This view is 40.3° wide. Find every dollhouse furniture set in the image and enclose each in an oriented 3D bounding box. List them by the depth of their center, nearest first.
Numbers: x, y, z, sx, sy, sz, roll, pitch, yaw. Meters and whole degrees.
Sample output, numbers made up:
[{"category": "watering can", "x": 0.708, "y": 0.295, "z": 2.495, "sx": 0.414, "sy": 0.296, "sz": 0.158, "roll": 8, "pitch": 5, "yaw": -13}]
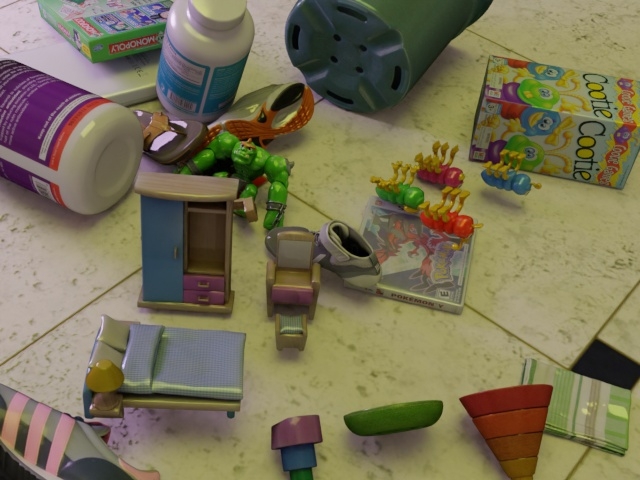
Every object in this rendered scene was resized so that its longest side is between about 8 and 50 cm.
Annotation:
[{"category": "dollhouse furniture set", "x": -0.139, "y": 0.078, "z": 1.113, "sx": 0.286, "sy": 0.198, "sz": 0.303, "roll": 4, "pitch": 32, "yaw": -3}]

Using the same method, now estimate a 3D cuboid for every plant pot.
[{"category": "plant pot", "x": 0.119, "y": -0.437, "z": 1.628, "sx": 0.341, "sy": 0.341, "sz": 0.334, "roll": 22, "pitch": 55, "yaw": 15}]

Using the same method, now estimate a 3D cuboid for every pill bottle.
[{"category": "pill bottle", "x": -0.455, "y": -0.177, "z": 1.386, "sx": 0.323, "sy": 0.181, "sz": 0.181, "roll": 24, "pitch": 48, "yaw": 17}, {"category": "pill bottle", "x": -0.195, "y": -0.325, "z": 1.487, "sx": 0.146, "sy": 0.264, "sz": 0.146, "roll": 7, "pitch": 63, "yaw": -15}]

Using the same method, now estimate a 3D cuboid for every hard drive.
[{"category": "hard drive", "x": -0.414, "y": -0.313, "z": 1.625, "sx": 0.307, "sy": 0.040, "sz": 0.203, "roll": -21, "pitch": 51, "yaw": -24}]

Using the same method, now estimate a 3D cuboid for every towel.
[{"category": "towel", "x": 0.346, "y": 0.222, "z": 1.191, "sx": 0.152, "sy": 0.023, "sz": 0.113, "roll": 16, "pitch": 47, "yaw": 9}]

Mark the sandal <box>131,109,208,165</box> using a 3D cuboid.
[{"category": "sandal", "x": -0.274, "y": -0.185, "z": 1.448, "sx": 0.219, "sy": 0.060, "sz": 0.090, "roll": 25, "pitch": 76, "yaw": 41}]

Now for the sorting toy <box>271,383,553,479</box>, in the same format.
[{"category": "sorting toy", "x": 0.124, "y": 0.265, "z": 1.090, "sx": 0.365, "sy": 0.127, "sz": 0.126, "roll": -7, "pitch": 74, "yaw": -7}]

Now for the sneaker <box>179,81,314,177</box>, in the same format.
[{"category": "sneaker", "x": -0.139, "y": -0.192, "z": 1.517, "sx": 0.262, "sy": 0.099, "sz": 0.121, "roll": -32, "pitch": 29, "yaw": -22}]

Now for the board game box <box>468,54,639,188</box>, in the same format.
[{"category": "board game box", "x": 0.417, "y": -0.212, "z": 1.545, "sx": 0.275, "sy": 0.142, "sz": 0.144, "roll": 11, "pitch": 45, "yaw": 5}]

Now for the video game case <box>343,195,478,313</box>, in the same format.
[{"category": "video game case", "x": 0.146, "y": 0.017, "z": 1.372, "sx": 0.183, "sy": 0.023, "sz": 0.201, "roll": 13, "pitch": 46, "yaw": 7}]

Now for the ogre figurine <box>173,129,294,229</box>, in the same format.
[{"category": "ogre figurine", "x": -0.130, "y": -0.104, "z": 1.403, "sx": 0.197, "sy": 0.097, "sz": 0.118, "roll": 22, "pitch": 82, "yaw": 32}]

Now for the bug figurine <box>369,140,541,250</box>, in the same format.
[{"category": "bug figurine", "x": 0.214, "y": -0.081, "z": 1.418, "sx": 0.216, "sy": 0.072, "sz": 0.279, "roll": 22, "pitch": 36, "yaw": 33}]

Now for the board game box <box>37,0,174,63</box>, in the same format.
[{"category": "board game box", "x": -0.398, "y": -0.434, "z": 1.693, "sx": 0.213, "sy": 0.046, "sz": 0.317, "roll": -21, "pitch": 38, "yaw": -24}]

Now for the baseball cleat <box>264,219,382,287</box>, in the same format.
[{"category": "baseball cleat", "x": 0.000, "y": 0.000, "z": 1.291, "sx": 0.206, "sy": 0.109, "sz": 0.072, "roll": 17, "pitch": 54, "yaw": 27}]

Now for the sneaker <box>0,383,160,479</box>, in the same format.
[{"category": "sneaker", "x": -0.332, "y": 0.245, "z": 1.053, "sx": 0.319, "sy": 0.112, "sz": 0.131, "roll": 35, "pitch": 34, "yaw": 23}]

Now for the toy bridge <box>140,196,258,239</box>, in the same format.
[{"category": "toy bridge", "x": -0.189, "y": -0.032, "z": 1.337, "sx": 0.188, "sy": 0.026, "sz": 0.063, "roll": -17, "pitch": 45, "yaw": 7}]
